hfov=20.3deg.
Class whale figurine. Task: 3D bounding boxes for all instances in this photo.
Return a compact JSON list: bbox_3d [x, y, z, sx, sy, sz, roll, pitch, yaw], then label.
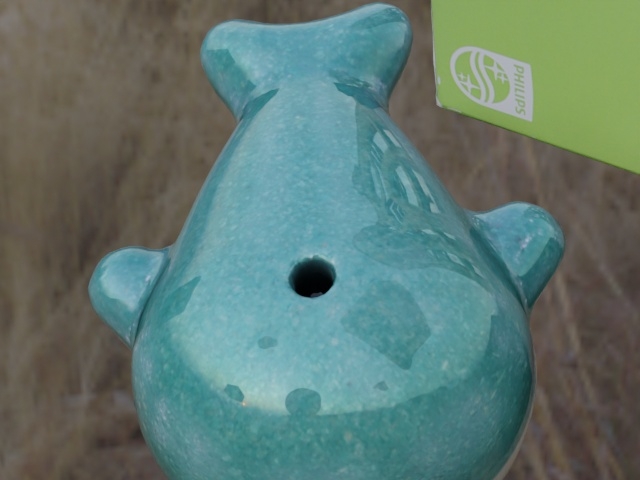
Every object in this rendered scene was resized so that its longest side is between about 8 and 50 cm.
[{"bbox_3d":[0.000,0.000,0.788,0.216,0.141,0.272,-5,64,4],"label":"whale figurine"}]

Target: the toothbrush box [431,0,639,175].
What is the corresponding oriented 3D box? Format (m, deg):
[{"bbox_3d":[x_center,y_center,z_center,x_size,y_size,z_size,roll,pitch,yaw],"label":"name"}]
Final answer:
[{"bbox_3d":[0.196,-0.095,0.458,0.283,0.122,0.206,20,50,27],"label":"toothbrush box"}]
